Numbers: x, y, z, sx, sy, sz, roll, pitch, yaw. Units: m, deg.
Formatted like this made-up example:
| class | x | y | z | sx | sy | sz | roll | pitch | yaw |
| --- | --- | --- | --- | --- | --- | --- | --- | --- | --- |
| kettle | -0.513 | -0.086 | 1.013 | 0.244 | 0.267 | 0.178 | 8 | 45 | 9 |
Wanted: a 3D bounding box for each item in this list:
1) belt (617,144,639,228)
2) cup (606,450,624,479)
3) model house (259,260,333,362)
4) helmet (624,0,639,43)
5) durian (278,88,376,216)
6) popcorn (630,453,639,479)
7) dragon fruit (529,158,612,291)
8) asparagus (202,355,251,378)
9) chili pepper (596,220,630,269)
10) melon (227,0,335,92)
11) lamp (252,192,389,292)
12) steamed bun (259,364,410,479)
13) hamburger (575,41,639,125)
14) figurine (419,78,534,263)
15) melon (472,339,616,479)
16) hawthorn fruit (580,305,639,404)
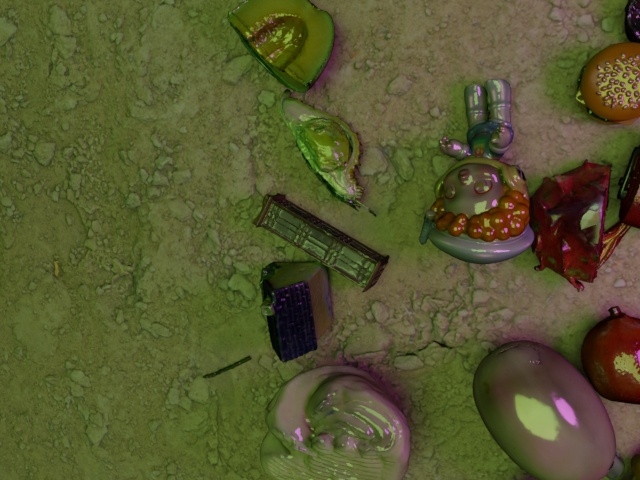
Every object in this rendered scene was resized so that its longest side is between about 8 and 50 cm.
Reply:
| class | x | y | z | sx | sy | sz | roll | pitch | yaw |
| --- | --- | --- | --- | --- | --- | --- | --- | --- | --- |
| belt | 0.641 | -0.117 | 1.092 | 0.124 | 0.128 | 0.200 | 18 | 92 | 16 |
| cup | 0.604 | 0.458 | 1.231 | 0.083 | 0.075 | 0.054 | 39 | 144 | 9 |
| model house | -0.084 | 0.171 | 1.345 | 0.170 | 0.211 | 0.193 | 1 | 109 | 20 |
| helmet | 0.630 | -0.426 | 1.096 | 0.098 | 0.070 | 0.123 | 2 | 85 | 13 |
| durian | 0.020 | -0.213 | 1.328 | 0.375 | 0.132 | 0.106 | 56 | 135 | 10 |
| popcorn | 0.714 | 0.536 | 1.116 | 0.212 | 0.259 | 0.259 | 31 | 108 | -12 |
| dragon fruit | 0.485 | -0.039 | 1.155 | 0.161 | 0.126 | 0.274 | 9 | 90 | 31 |
| asparagus | -0.253 | 0.346 | 1.544 | 0.163 | 0.016 | 0.016 | -28 | 127 | 22 |
| chili pepper | 0.596 | -0.002 | 1.183 | 0.045 | 0.027 | 0.178 | 37 | 108 | 8 |
| melon | -0.062 | -0.463 | 1.328 | 0.169 | 0.129 | 0.265 | -45 | 76 | -3 |
| lamp | 0.000 | 0.000 | 1.371 | 0.325 | 0.089 | 0.090 | 32 | 107 | 15 |
| steamed bun | 0.039 | 0.429 | 1.326 | 0.339 | 0.247 | 0.352 | 7 | 135 | 9 |
| hamburger | 0.577 | -0.300 | 1.106 | 0.162 | 0.115 | 0.161 | 3 | 99 | 20 |
| figurine | 0.357 | -0.136 | 1.178 | 0.225 | 0.205 | 0.381 | 15 | 88 | 42 |
| melon | 0.451 | 0.349 | 1.172 | 0.223 | 0.223 | 0.317 | -42 | 72 | 20 |
| hawthorn fruit | 0.602 | 0.226 | 1.142 | 0.169 | 0.169 | 0.188 | -22 | 90 | 21 |
